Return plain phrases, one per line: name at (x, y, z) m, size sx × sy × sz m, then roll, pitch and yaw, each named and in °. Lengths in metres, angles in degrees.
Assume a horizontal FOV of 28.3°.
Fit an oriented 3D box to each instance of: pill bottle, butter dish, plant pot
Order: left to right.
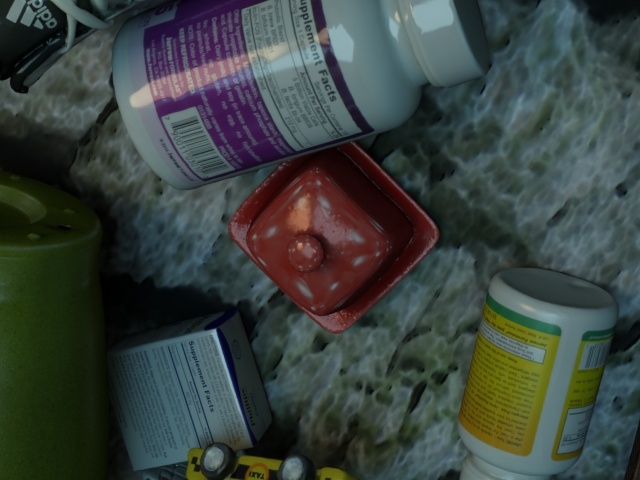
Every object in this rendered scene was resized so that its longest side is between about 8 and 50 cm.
plant pot at (-0.347, 0.124, 1.163) m, size 0.367 × 0.366 × 0.352 m, roll 16°, pitch 107°, yaw 11°
pill bottle at (-0.014, -0.160, 1.108) m, size 0.302 × 0.169 × 0.169 m, roll -15°, pitch 99°, yaw 18°
butter dish at (0.000, 0.000, 1.171) m, size 0.160 × 0.118 × 0.160 m, roll 45°, pitch 109°, yaw 1°
pill bottle at (0.190, 0.139, 1.154) m, size 0.118 × 0.117 × 0.208 m, roll 14°, pitch 107°, yaw 11°

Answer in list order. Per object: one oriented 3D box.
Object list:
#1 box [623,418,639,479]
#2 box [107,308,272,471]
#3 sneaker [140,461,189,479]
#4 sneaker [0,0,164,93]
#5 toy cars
box at (0.357, 0.268, 1.132) m, size 0.191 × 0.143 × 0.381 m, roll 15°, pitch 108°, yaw 12°
box at (-0.134, 0.149, 1.267) m, size 0.137 × 0.072 × 0.126 m, roll -14°, pitch 99°, yaw 18°
sneaker at (-0.121, 0.282, 1.306) m, size 0.158 × 0.061 × 0.064 m, roll 28°, pitch 115°, yaw 7°
sneaker at (-0.133, -0.214, 0.984) m, size 0.448 × 0.257 × 0.169 m, roll -1°, pitch 133°, yaw 52°
toy cars at (0.057, 0.279, 1.178) m, size 0.394 × 0.176 × 0.087 m, roll 17°, pitch 70°, yaw -2°
